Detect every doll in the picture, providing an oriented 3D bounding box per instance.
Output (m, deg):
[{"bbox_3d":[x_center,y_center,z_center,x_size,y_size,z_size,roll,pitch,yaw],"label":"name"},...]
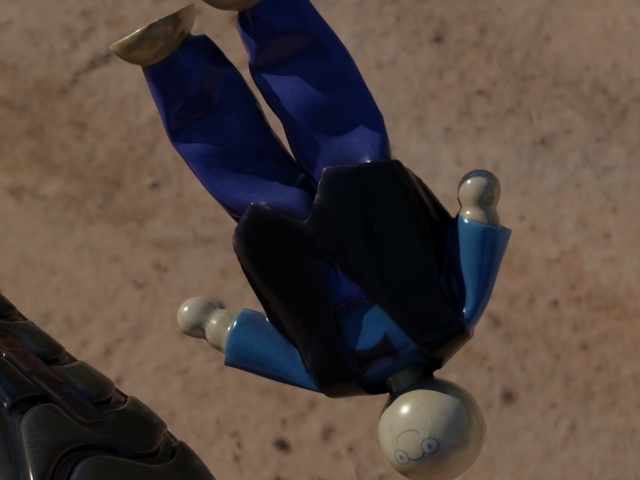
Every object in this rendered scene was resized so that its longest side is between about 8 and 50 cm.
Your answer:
[{"bbox_3d":[0.000,0.000,0.667,0.129,0.189,0.046,-30,3,20],"label":"doll"}]

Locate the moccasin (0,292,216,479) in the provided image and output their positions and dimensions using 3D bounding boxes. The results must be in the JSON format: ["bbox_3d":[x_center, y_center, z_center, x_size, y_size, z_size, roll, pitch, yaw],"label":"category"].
[{"bbox_3d":[-0.161,0.128,0.909,0.380,0.147,0.139,37,26,24],"label":"moccasin"}]
